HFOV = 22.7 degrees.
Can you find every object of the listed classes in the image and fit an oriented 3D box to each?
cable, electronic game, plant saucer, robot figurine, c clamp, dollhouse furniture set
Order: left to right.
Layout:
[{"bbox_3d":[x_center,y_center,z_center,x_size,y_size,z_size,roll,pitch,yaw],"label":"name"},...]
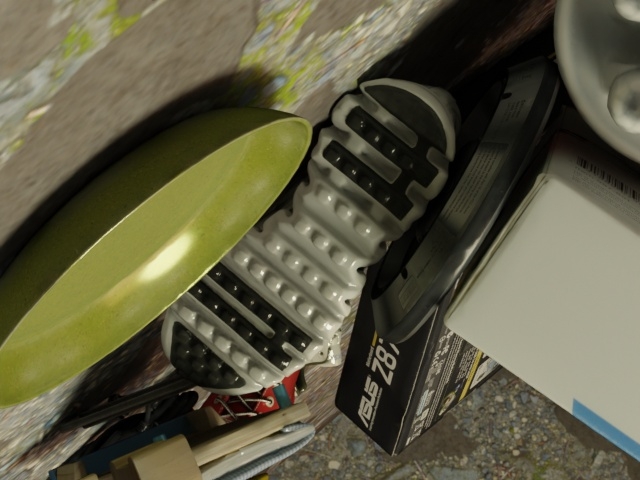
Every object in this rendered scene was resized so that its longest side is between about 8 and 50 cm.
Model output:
[{"bbox_3d":[-0.187,0.199,1.447,0.184,0.047,0.150,-49,174,13],"label":"cable"},{"bbox_3d":[-0.106,0.002,0.902,0.241,0.037,0.241,-41,171,-8],"label":"plant saucer"},{"bbox_3d":[-0.123,0.119,1.260,0.160,0.022,0.137,-21,180,13],"label":"c clamp"},{"bbox_3d":[-0.094,0.234,1.133,0.303,0.198,0.286,-21,178,-35],"label":"dollhouse furniture set"},{"bbox_3d":[0.102,-0.029,1.125,0.229,0.048,0.229,-59,-177,6],"label":"electronic game"},{"bbox_3d":[0.275,-0.163,1.122,0.353,0.199,0.300,-50,144,-67],"label":"robot figurine"}]

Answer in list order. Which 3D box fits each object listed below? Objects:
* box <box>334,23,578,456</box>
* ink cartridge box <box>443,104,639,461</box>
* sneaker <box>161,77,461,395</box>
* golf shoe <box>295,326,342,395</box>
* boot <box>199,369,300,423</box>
[{"bbox_3d":[0.174,-0.013,1.503,0.318,0.097,0.395,-34,151,-32],"label":"box"},{"bbox_3d":[0.227,0.033,1.154,0.129,0.223,0.307,-57,178,17],"label":"ink cartridge box"},{"bbox_3d":[0.000,0.000,1.146,0.292,0.110,0.118,-46,179,22],"label":"sneaker"},{"bbox_3d":[0.003,0.074,1.512,0.176,0.086,0.069,-50,166,30],"label":"golf shoe"},{"bbox_3d":[-0.069,0.136,1.389,0.176,0.088,0.244,-68,172,27],"label":"boot"}]
